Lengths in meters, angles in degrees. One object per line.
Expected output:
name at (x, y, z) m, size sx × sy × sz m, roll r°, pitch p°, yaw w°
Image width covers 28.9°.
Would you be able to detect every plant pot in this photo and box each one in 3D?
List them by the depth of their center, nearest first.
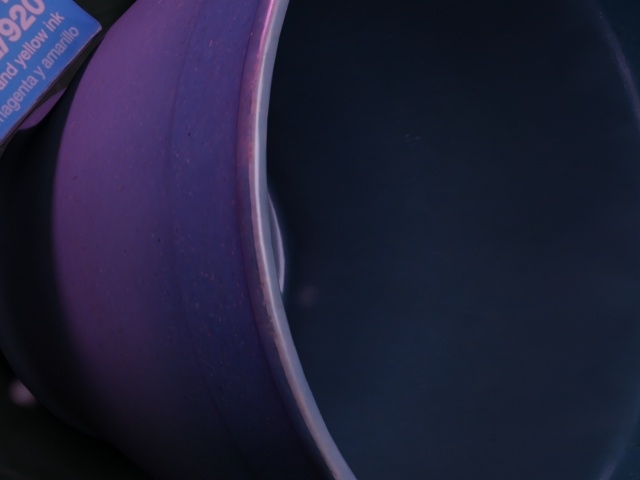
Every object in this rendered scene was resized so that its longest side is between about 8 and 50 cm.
plant pot at (0.000, 0.000, 0.511) m, size 0.272 × 0.255 × 0.271 m, roll 6°, pitch 80°, yaw -41°

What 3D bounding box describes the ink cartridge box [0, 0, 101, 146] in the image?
ink cartridge box at (-0.242, -0.074, 0.458) m, size 0.233 × 0.171 × 0.168 m, roll 41°, pitch 59°, yaw -14°
